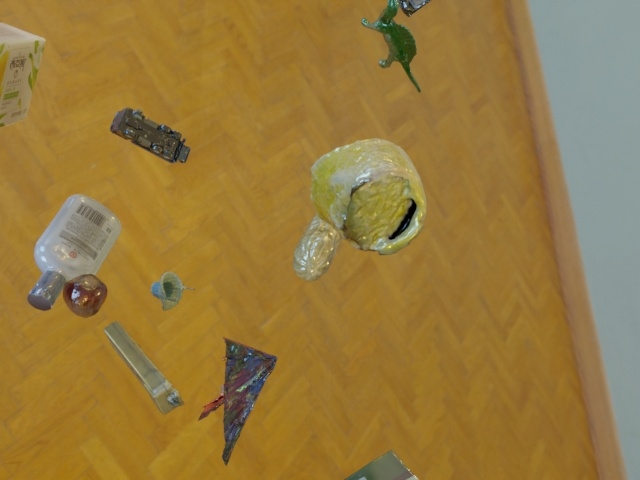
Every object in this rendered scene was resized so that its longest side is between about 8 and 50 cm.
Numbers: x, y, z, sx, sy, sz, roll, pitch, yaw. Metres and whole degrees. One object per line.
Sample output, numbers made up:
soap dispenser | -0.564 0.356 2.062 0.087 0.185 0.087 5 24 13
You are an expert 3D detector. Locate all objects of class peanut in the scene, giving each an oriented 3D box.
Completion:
peanut | 0.000 0.000 1.470 0.093 0.083 0.194 76 35 -59

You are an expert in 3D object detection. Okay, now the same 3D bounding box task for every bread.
bread | 0.082 -0.076 1.192 0.197 0.197 0.170 38 17 -29

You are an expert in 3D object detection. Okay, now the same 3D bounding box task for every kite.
kite | -0.121 0.211 0.994 0.009 0.189 0.232 32 32 -29

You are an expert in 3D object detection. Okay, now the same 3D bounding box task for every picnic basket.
picnic basket | -0.311 0.106 1.431 0.065 0.083 0.083 -23 114 -55

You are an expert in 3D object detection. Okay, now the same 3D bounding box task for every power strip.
power strip | -0.348 0.244 1.331 0.044 0.305 0.064 -33 130 -23

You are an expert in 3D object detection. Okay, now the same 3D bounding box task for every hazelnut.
hazelnut | -0.424 0.100 1.238 0.086 0.086 0.086 24 55 -38

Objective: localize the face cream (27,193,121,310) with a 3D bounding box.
face cream | -0.536 0.028 1.478 0.144 0.071 0.291 37 39 -22

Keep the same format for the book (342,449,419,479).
book | 0.164 0.596 1.467 0.201 0.289 0.026 -23 131 -23

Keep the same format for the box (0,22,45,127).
box | -0.679 -0.334 1.400 0.111 0.194 0.260 20 18 -5

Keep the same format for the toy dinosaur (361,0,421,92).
toy dinosaur | 0.085 -0.205 0.734 0.029 0.060 0.119 -40 119 -18

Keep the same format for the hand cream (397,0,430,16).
hand cream | 0.215 -0.498 1.313 0.062 0.163 0.039 51 40 -15

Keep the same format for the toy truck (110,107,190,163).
toy truck | -0.414 -0.255 1.692 0.202 0.088 0.074 27 77 -38
